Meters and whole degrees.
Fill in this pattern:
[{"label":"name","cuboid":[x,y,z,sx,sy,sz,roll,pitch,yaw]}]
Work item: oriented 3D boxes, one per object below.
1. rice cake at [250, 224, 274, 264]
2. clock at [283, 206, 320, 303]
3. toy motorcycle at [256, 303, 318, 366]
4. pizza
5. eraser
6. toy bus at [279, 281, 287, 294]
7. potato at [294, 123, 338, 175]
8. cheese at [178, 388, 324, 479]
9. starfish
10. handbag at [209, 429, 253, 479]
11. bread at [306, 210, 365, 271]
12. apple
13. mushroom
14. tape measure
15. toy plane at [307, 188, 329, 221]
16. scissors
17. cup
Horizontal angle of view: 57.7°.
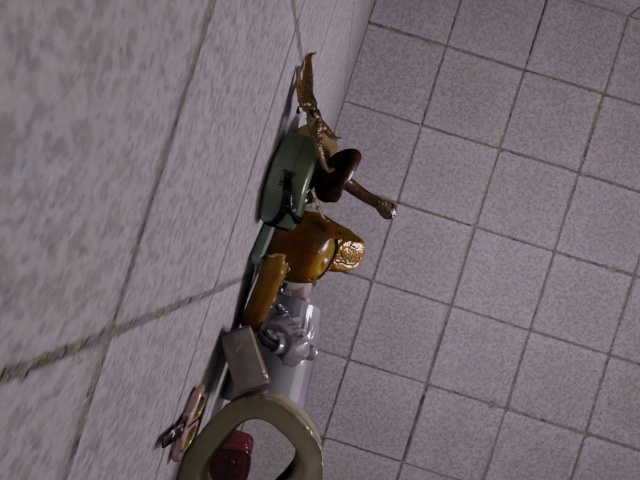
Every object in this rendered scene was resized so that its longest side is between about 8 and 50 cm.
[{"label":"rice cake","cuboid":[-0.138,-0.012,1.461,0.042,0.031,0.180,100,6,-48]},{"label":"clock","cuboid":[-0.081,0.069,2.208,0.325,0.184,0.342,97,4,-60]},{"label":"toy motorcycle","cuboid":[-0.081,0.267,1.554,0.110,0.171,0.260,-56,176,7]},{"label":"pizza","cuboid":[-0.145,0.140,1.545,0.182,0.074,0.365,-60,177,-47]},{"label":"eraser","cuboid":[-0.182,0.303,1.457,0.343,0.078,0.144,105,-33,-75]},{"label":"toy bus","cuboid":[-0.135,0.124,1.676,0.038,0.083,0.046,-61,170,-1]},{"label":"potato","cuboid":[-0.018,-0.232,1.507,0.234,0.128,0.161,89,16,-71]},{"label":"cheese","cuboid":[-0.164,0.537,1.396,0.332,0.292,0.153,-43,175,-4]},{"label":"starfish","cuboid":[-0.011,-0.279,1.282,0.138,0.050,0.247,-59,138,-58]},{"label":"handbag","cuboid":[-0.326,0.803,2.088,0.135,0.147,0.225,-92,-162,-75]},{"label":"bread","cuboid":[0.000,0.000,1.921,0.294,0.167,0.132,30,-60,47]},{"label":"apple","cuboid":[-0.051,0.017,1.689,0.237,0.208,0.236,18,90,-88]},{"label":"mushroom","cuboid":[0.102,-0.120,1.406,0.148,0.218,0.227,-58,-174,3]},{"label":"tape measure","cuboid":[-0.068,-0.108,1.351,0.235,0.115,0.207,107,-1,-45]},{"label":"toy plane","cuboid":[-0.031,-0.170,1.849,0.256,0.104,0.241,-17,90,-70]},{"label":"scissors","cuboid":[-0.262,0.359,1.109,0.317,0.024,0.160,101,6,-81]},{"label":"cup","cuboid":[-0.143,0.369,1.818,0.253,0.254,0.371,105,-1,-72]}]
